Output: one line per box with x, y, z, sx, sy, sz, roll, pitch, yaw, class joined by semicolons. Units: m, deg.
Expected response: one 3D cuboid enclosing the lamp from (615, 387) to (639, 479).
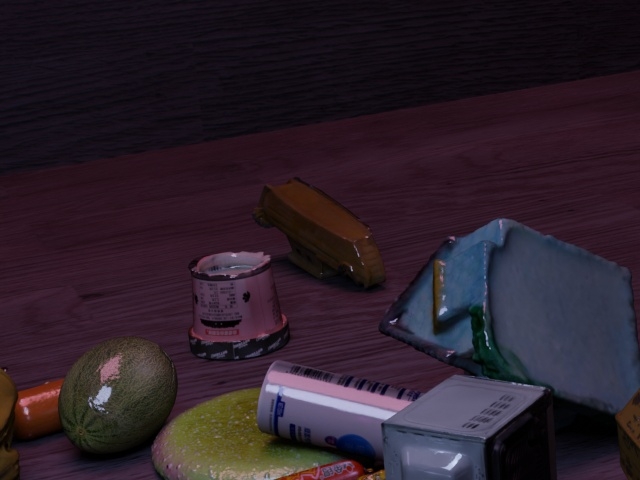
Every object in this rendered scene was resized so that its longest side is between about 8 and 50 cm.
0.400;0.223;1.696;0.161;0.161;0.185;-7;15;-4;lamp

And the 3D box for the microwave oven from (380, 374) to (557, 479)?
0.151;0.255;1.559;0.122;0.208;0.162;5;19;33;microwave oven

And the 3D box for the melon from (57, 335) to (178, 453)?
-0.255;0.194;2.058;0.139;0.139;0.192;2;27;28;melon

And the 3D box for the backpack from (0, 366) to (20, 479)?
-0.545;0.238;1.905;0.354;0.201;0.378;3;19;34;backpack

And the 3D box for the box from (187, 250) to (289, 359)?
-0.127;0.091;2.393;0.151;0.135;0.151;-6;17;2;box

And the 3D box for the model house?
0.215;0.135;1.974;0.280;0.230;0.249;21;-36;-33;model house

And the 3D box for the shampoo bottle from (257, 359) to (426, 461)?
0.082;0.215;1.881;0.303;0.092;0.092;13;20;13;shampoo bottle

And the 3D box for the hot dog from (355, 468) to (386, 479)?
0.071;0.291;1.731;0.269;0.072;0.115;-15;25;-30;hot dog

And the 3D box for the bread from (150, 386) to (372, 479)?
-0.068;0.244;1.995;0.301;0.045;0.301;-6;17;2;bread

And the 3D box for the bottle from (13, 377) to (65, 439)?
-0.383;0.227;2.122;0.187;0.069;0.069;-14;18;-29;bottle

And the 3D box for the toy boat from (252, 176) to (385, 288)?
0.000;0.000;2.703;0.089;0.121;0.321;-16;32;-32;toy boat

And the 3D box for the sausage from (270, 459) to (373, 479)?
-0.003;0.279;1.838;0.145;0.048;0.050;-12;-21;-25;sausage
